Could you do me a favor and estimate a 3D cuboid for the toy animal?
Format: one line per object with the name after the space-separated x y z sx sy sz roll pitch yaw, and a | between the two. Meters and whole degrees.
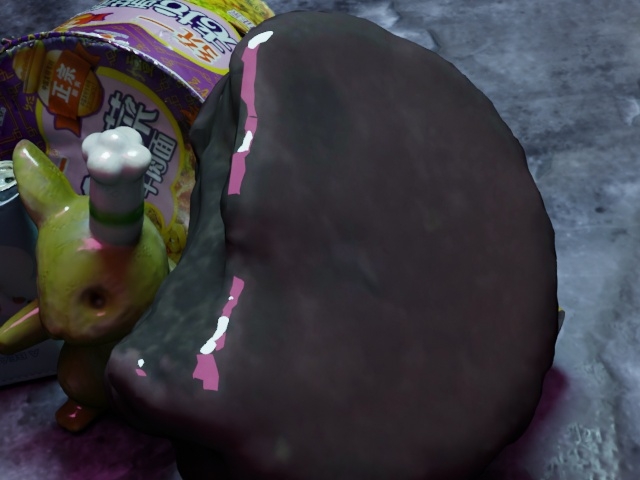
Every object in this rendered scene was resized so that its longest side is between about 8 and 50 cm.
-0.198 0.053 1.080 0.181 0.363 0.180 13 62 24 | toy animal

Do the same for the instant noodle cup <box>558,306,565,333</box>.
0.152 0.085 1.143 0.122 0.151 0.151 35 58 21 | instant noodle cup

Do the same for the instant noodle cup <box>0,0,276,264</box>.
-0.174 -0.125 1.292 0.339 0.340 0.266 10 37 17 | instant noodle cup

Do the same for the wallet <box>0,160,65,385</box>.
-0.339 0.044 1.163 0.176 0.250 0.075 -12 45 -5 | wallet

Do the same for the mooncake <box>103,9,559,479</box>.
0.015 0.041 0.947 0.350 0.212 0.381 32 66 -12 | mooncake

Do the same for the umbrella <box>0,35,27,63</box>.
-0.350 -0.219 1.527 0.357 0.113 0.106 -15 23 -7 | umbrella
